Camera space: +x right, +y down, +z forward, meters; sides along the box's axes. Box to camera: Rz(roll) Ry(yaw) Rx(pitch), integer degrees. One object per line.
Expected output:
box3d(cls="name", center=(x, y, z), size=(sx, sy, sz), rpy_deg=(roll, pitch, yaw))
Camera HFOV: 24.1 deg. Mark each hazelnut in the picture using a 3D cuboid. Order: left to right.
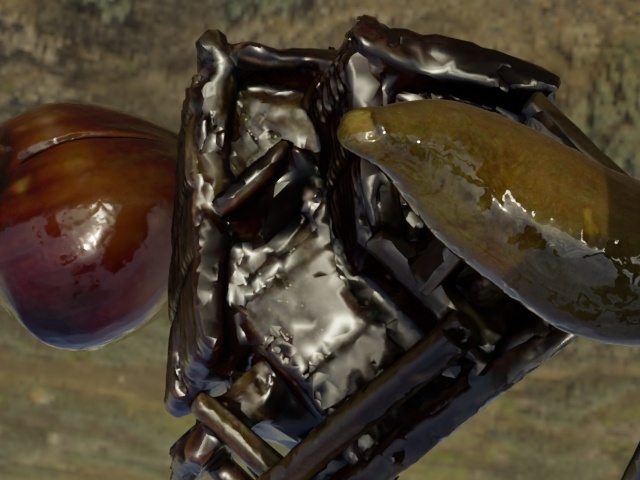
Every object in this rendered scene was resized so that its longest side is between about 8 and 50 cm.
box3d(cls="hazelnut", center=(-0.183, -0.014, 1.234), size=(0.229, 0.230, 0.229), rpy_deg=(7, 162, 2))

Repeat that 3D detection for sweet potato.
box3d(cls="sweet potato", center=(0.123, 0.004, 0.489), size=(0.249, 0.069, 0.059), rpy_deg=(9, 175, -5))

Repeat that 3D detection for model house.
box3d(cls="model house", center=(0.000, 0.000, 0.902), size=(0.297, 0.282, 0.317), rpy_deg=(-35, 171, -16))

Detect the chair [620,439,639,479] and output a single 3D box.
box3d(cls="chair", center=(0.269, 0.006, 0.187), size=(0.361, 0.365, 0.410), rpy_deg=(-14, 134, -8))
